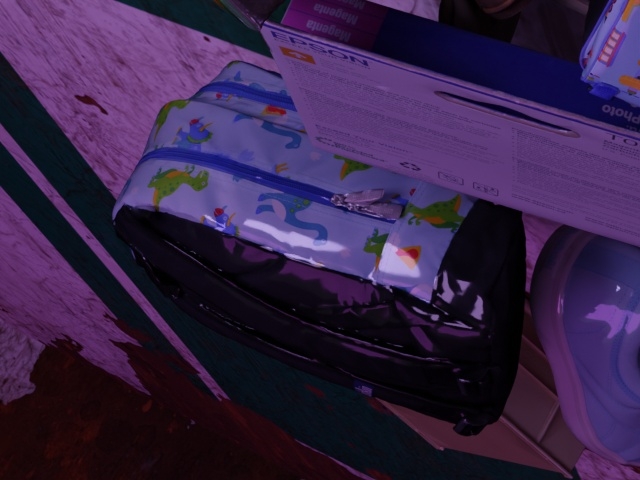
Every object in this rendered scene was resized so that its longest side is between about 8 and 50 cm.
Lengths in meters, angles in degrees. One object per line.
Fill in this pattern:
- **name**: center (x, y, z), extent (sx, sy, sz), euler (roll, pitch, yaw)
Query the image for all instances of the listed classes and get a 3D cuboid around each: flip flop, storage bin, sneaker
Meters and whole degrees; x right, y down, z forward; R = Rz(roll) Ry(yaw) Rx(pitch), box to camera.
- **flip flop**: center (0.119, -0.183, 1.091), extent (0.080, 0.112, 0.277), euler (27, 167, 17)
- **storage bin**: center (0.155, 0.135, 1.900), extent (0.260, 0.123, 0.262), euler (42, 162, -25)
- **sneaker**: center (0.311, 0.130, 1.581), extent (0.150, 0.135, 0.366), euler (24, 162, 37)

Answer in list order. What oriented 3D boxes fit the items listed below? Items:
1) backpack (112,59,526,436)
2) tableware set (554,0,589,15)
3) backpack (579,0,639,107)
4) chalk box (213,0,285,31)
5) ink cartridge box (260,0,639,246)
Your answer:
- **backpack**: center (0.000, 0.000, 1.455), extent (0.355, 0.273, 0.290), euler (7, 160, 11)
- **tableware set**: center (0.252, -0.156, 1.054), extent (0.194, 0.039, 0.128), euler (27, 152, -1)
- **backpack**: center (0.250, -0.126, 0.948), extent (0.173, 0.117, 0.158), euler (26, 130, -3)
- **chalk box**: center (-0.095, -0.295, 0.966), extent (0.289, 0.180, 0.179), euler (45, 180, -31)
- **ink cartridge box**: center (0.136, -0.083, 1.141), extent (0.324, 0.071, 0.330), euler (18, 171, 9)
